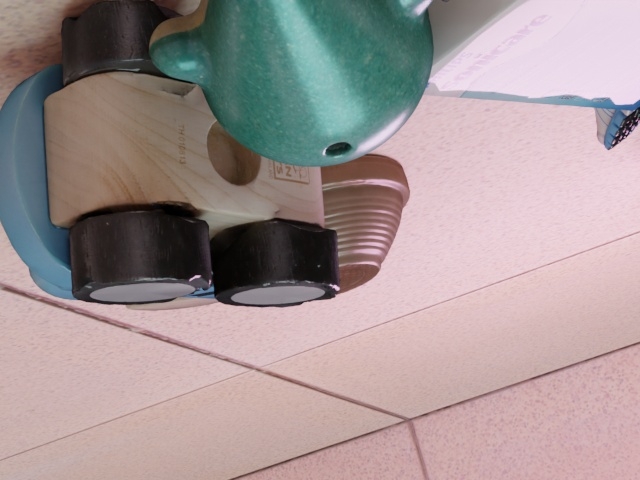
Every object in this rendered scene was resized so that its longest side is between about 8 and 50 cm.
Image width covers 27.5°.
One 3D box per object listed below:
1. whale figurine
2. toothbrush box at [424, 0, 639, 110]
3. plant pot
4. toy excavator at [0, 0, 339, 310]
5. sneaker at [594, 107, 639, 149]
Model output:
[{"bbox_3d":[-0.013,-0.141,0.901,0.216,0.141,0.272,-15,161,7],"label":"whale figurine"},{"bbox_3d":[0.217,-0.211,1.050,0.296,0.126,0.216,-3,159,-37],"label":"toothbrush box"},{"bbox_3d":[0.000,0.000,1.524,0.237,0.109,0.237,-15,163,-5],"label":"plant pot"},{"bbox_3d":[-0.159,-0.025,1.220,0.445,0.222,0.433,-15,166,43],"label":"toy excavator"},{"bbox_3d":[0.294,-0.169,1.313,0.071,0.083,0.190,-43,155,-23],"label":"sneaker"}]
